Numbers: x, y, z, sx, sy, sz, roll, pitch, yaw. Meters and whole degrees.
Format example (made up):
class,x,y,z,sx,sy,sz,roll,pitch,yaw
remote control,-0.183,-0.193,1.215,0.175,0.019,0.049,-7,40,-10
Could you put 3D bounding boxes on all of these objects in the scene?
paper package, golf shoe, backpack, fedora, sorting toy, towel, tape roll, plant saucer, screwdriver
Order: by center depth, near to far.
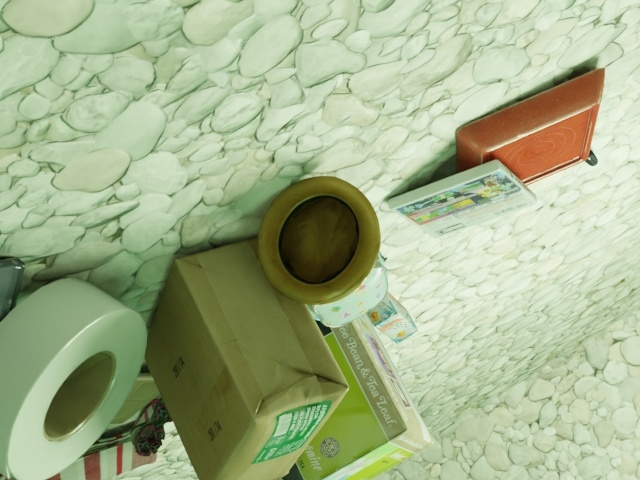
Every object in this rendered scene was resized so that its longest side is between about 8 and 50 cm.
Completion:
class,x,y,z,sx,sy,sz,roll,pitch,yaw
tape roll,-0.376,0.198,1.402,0.286,0.100,0.286,-51,160,-26
fedora,0.000,0.000,1.487,0.194,0.194,0.079,-29,178,4
paper package,-0.132,0.204,1.567,0.168,0.309,0.325,-15,152,-30
backpack,0.029,0.056,1.615,0.166,0.144,0.188,-32,159,-2
plant saucer,0.356,-0.158,1.656,0.259,0.047,0.258,-24,156,-1
screwdriver,0.479,-0.174,1.812,0.024,0.025,0.170,0,161,31
sorting toy,-0.380,0.286,1.817,0.208,0.038,0.193,-34,156,25
golf shoe,-0.315,0.327,1.928,0.067,0.086,0.186,31,100,-38
towel,-0.499,0.473,2.063,0.329,0.037,0.237,-16,156,-20

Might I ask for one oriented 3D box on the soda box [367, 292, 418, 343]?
class,x,y,z,sx,sy,sz,roll,pitch,yaw
soda box,0.149,0.162,2.075,0.058,0.063,0.183,-31,156,9

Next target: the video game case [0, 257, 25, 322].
class,x,y,z,sx,sy,sz,roll,pitch,yaw
video game case,-0.508,0.126,1.229,0.274,0.026,0.196,-10,128,-51

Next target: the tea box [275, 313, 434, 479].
class,x,y,z,sx,sy,sz,roll,pitch,yaw
tea box,-0.016,0.305,1.864,0.323,0.329,0.220,-31,155,9

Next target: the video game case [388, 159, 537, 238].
class,x,y,z,sx,sy,sz,roll,pitch,yaw
video game case,0.245,-0.067,1.682,0.201,0.023,0.183,-20,154,26
